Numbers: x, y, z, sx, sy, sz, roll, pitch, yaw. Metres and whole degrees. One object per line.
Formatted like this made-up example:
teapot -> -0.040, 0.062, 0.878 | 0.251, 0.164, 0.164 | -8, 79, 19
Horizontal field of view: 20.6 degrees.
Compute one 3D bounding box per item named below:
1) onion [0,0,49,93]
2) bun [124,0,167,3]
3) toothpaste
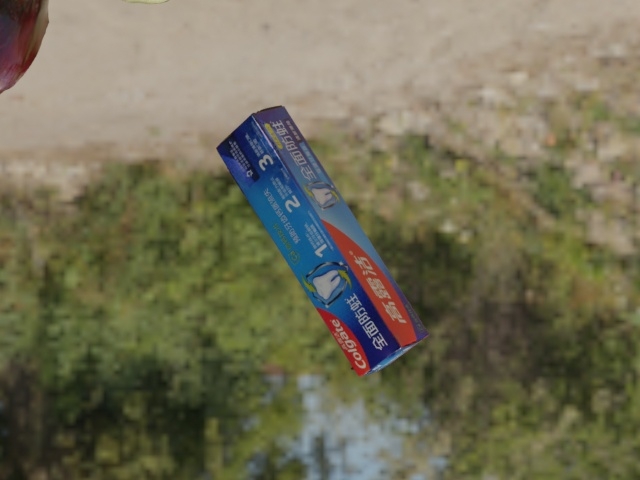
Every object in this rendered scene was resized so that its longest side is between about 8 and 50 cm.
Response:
onion -> -0.269, -0.238, 1.259 | 0.195, 0.272, 0.272 | -28, 170, 13
bun -> -0.208, -0.385, 2.270 | 0.222, 0.222, 0.127 | 1, 146, -2
toothpaste -> 0.000, -0.001, 2.008 | 0.076, 0.320, 0.066 | -39, 169, 37
